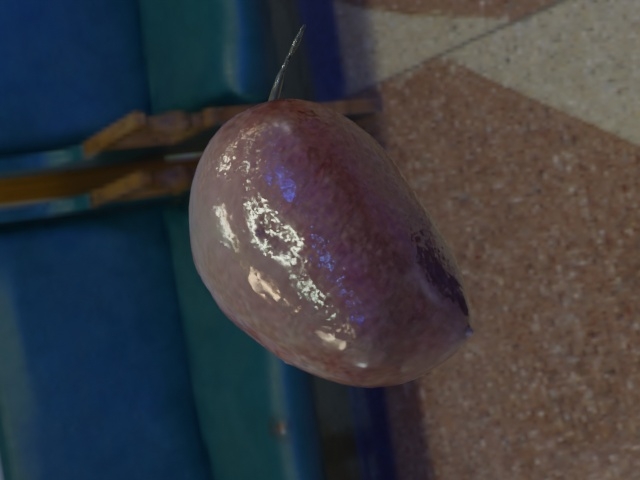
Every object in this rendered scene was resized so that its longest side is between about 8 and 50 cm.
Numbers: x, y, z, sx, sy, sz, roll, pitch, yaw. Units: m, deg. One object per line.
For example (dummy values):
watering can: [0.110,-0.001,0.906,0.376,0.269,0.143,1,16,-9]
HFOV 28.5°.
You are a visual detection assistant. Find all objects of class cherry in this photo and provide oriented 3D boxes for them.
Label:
cherry: [-0.004,0.000,0.480,0.126,0.087,0.106,56,175,45]
